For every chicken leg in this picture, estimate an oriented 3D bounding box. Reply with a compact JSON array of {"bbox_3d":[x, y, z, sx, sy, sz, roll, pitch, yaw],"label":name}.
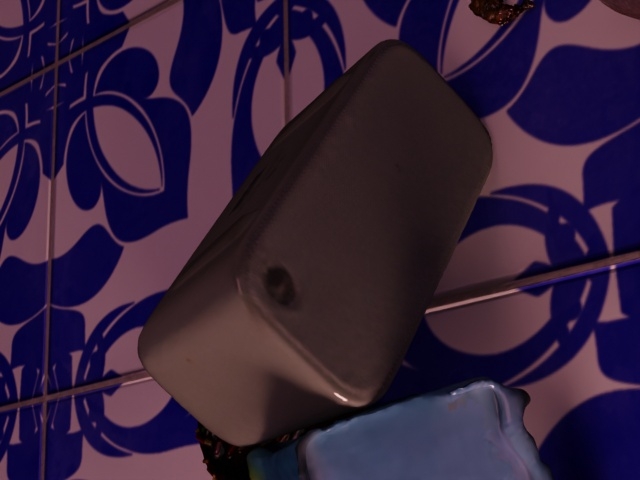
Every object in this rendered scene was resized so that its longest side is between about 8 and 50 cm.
[{"bbox_3d":[0.182,-0.237,1.389,0.083,0.021,0.036,29,92,46],"label":"chicken leg"}]

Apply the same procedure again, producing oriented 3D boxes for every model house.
[{"bbox_3d":[0.059,0.271,1.218,0.303,0.215,0.237,-33,75,64],"label":"model house"}]

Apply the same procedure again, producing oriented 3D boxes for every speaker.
[{"bbox_3d":[0.000,0.000,1.283,0.184,0.183,0.406,-33,19,43],"label":"speaker"}]

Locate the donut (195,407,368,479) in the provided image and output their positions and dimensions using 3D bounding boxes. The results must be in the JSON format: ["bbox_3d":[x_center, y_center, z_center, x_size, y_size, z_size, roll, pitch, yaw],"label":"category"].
[{"bbox_3d":[-0.047,0.184,1.474,0.235,0.089,0.235,-17,66,43],"label":"donut"}]

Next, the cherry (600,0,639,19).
[{"bbox_3d":[0.302,-0.267,1.186,0.176,0.140,0.176,-171,90,-72],"label":"cherry"}]
